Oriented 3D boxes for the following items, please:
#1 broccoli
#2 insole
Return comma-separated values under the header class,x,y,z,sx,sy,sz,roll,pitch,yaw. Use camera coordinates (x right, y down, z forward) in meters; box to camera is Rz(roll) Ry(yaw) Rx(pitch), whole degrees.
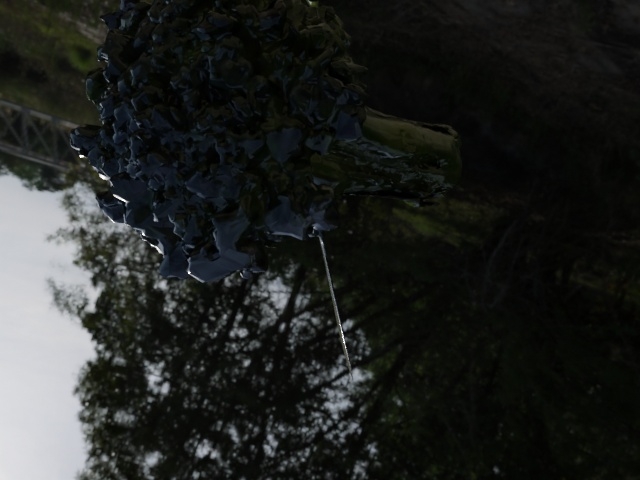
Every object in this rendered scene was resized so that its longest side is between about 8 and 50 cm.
class,x,y,z,sx,sy,sz,roll,pitch,yaw
broccoli,-0.028,-0.047,0.422,0.275,0.198,0.177,22,-137,-56
insole,0.000,0.000,0.713,0.007,0.322,0.109,-13,-176,-2
